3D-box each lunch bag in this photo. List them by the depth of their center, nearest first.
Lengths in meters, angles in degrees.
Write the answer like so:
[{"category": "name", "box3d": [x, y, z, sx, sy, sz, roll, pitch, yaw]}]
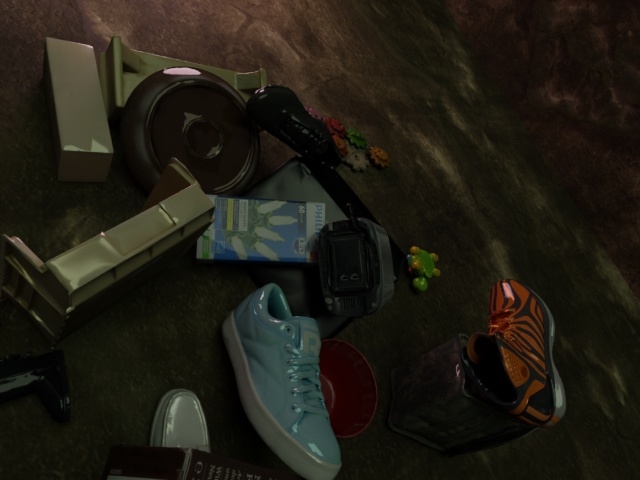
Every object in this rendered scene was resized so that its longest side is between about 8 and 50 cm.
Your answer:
[{"category": "lunch bag", "box3d": [0.331, 0.367, 0.936, 0.287, 0.235, 0.169, 30, 43, -16]}]

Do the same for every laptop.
[{"category": "laptop", "box3d": [0.000, 0.000, 1.081, 0.408, 0.236, 0.382, -39, 88, -15]}]

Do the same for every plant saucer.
[{"category": "plant saucer", "box3d": [-0.256, -0.214, 0.906, 0.310, 0.050, 0.311, -5, 98, -37]}]

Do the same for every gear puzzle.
[{"category": "gear puzzle", "box3d": [0.089, -0.302, 1.310, 0.338, 0.044, 0.176, 19, 50, -25]}]

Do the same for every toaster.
[{"category": "toaster", "box3d": [0.077, 0.045, 0.871, 0.146, 0.129, 0.227, 8, 75, -67]}]

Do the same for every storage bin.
[{"category": "storage bin", "box3d": [-0.330, 0.018, 0.667, 0.123, 0.260, 0.262, 51, 46, -3]}]

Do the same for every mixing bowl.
[{"category": "mixing bowl", "box3d": [0.012, 0.298, 0.844, 0.181, 0.098, 0.182, 19, 53, -27]}]

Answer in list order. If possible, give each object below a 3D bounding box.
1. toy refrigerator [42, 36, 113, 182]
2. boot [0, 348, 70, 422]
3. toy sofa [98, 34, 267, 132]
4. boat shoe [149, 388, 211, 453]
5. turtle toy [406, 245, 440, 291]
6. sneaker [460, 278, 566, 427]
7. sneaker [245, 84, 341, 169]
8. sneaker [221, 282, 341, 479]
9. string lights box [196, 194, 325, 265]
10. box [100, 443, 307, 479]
[{"category": "toy refrigerator", "box3d": [-0.478, -0.255, 0.838, 0.094, 0.102, 0.270, -5, 65, -38]}, {"category": "boot", "box3d": [-0.426, 0.218, 0.617, 0.099, 0.045, 0.121, -4, 58, -40]}, {"category": "toy sofa", "box3d": [-0.315, -0.334, 0.997, 0.362, 0.177, 0.150, -3, 89, -37]}, {"category": "boat shoe", "box3d": [-0.201, 0.364, 0.650, 0.098, 0.096, 0.277, 6, 60, -34]}, {"category": "turtle toy", "box3d": [0.283, 0.082, 1.198, 0.095, 0.066, 0.130, 20, 53, -25]}, {"category": "sneaker", "box3d": [0.367, 0.186, 0.841, 0.180, 0.124, 0.321, 27, 41, -22]}, {"category": "sneaker", "box3d": [-0.044, -0.251, 0.971, 0.286, 0.109, 0.130, 18, 30, -48]}, {"category": "sneaker", "box3d": [-0.054, 0.207, 0.713, 0.135, 0.150, 0.366, 29, 15, -48]}, {"category": "string lights box", "box3d": [-0.123, -0.016, 0.891, 0.259, 0.077, 0.133, 2, 78, -15]}, {"category": "box", "box3d": [-0.110, 0.403, 0.551, 0.381, 0.143, 0.191, 48, 39, -46]}]
